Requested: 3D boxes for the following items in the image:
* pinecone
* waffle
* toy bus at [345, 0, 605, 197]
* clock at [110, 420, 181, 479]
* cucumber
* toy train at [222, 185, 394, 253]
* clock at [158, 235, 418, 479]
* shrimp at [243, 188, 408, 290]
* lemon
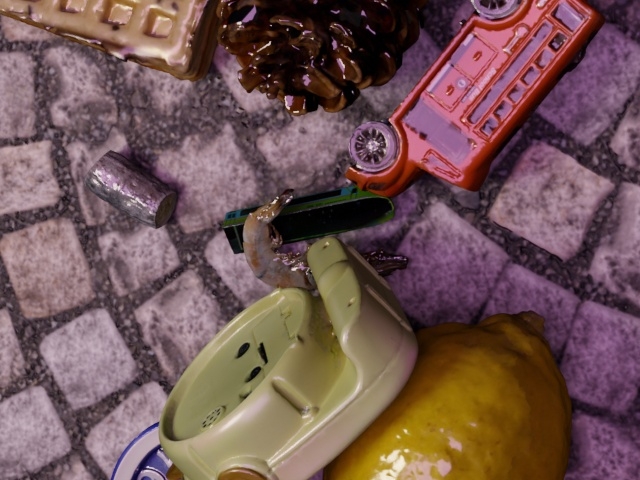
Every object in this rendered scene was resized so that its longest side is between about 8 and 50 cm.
[{"bbox_3d":[0.003,-0.256,1.875,0.243,0.257,0.243,-3,129,-4],"label":"pinecone"},{"bbox_3d":[-0.280,-0.370,2.001,0.376,0.114,0.261,21,100,12],"label":"waffle"},{"bbox_3d":[0.172,-0.167,1.894,0.153,0.143,0.329,41,101,6],"label":"toy bus"},{"bbox_3d":[-0.143,0.323,2.050,0.230,0.083,0.230,1,94,12],"label":"clock"},{"bbox_3d":[-0.233,-0.060,2.045,0.112,0.064,0.064,35,102,5],"label":"cucumber"},{"bbox_3d":[-0.011,-0.031,2.001,0.209,0.042,0.044,-11,125,14],"label":"toy train"},{"bbox_3d":[-0.058,0.169,1.862,0.348,0.286,0.117,-43,109,6],"label":"clock"},{"bbox_3d":[0.000,-0.002,1.976,0.195,0.035,0.148,-5,124,12],"label":"shrimp"},{"bbox_3d":[0.145,0.242,1.870,0.285,0.285,0.316,29,122,10],"label":"lemon"}]
